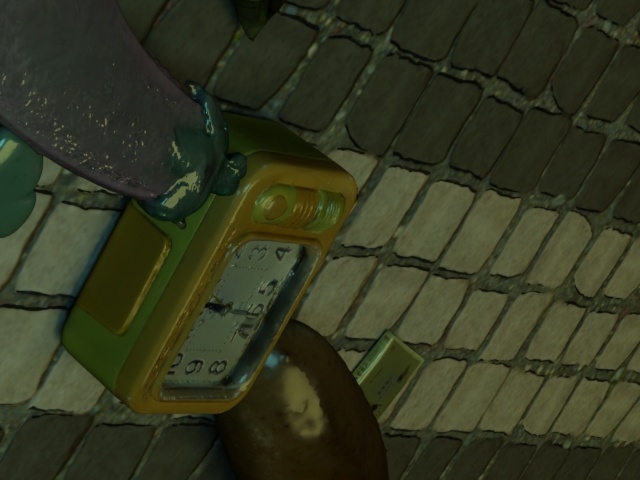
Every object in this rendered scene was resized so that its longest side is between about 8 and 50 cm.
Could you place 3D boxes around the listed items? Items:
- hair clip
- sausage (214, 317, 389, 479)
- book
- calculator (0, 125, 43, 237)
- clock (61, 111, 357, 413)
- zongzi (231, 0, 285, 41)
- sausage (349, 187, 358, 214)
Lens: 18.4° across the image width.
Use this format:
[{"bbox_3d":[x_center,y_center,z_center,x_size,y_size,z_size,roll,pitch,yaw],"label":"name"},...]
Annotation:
[{"bbox_3d":[-0.150,-0.119,1.142,0.110,0.096,0.359,-25,145,5],"label":"hair clip"},{"bbox_3d":[-0.005,0.221,1.655,0.136,0.123,0.501,-13,140,-6],"label":"sausage"},{"bbox_3d":[0.042,0.135,1.728,0.111,0.014,0.077,-51,150,-2],"label":"book"},{"bbox_3d":[-0.287,0.014,1.129,0.299,0.041,0.186,-30,143,-30],"label":"calculator"},{"bbox_3d":[-0.076,0.018,1.370,0.143,0.096,0.202,4,120,-59],"label":"clock"},{"bbox_3d":[-0.022,-0.190,1.275,0.104,0.052,0.113,-52,164,-12],"label":"zongzi"},{"bbox_3d":[0.000,0.000,1.530,0.100,0.015,0.015,-55,150,5],"label":"sausage"}]
